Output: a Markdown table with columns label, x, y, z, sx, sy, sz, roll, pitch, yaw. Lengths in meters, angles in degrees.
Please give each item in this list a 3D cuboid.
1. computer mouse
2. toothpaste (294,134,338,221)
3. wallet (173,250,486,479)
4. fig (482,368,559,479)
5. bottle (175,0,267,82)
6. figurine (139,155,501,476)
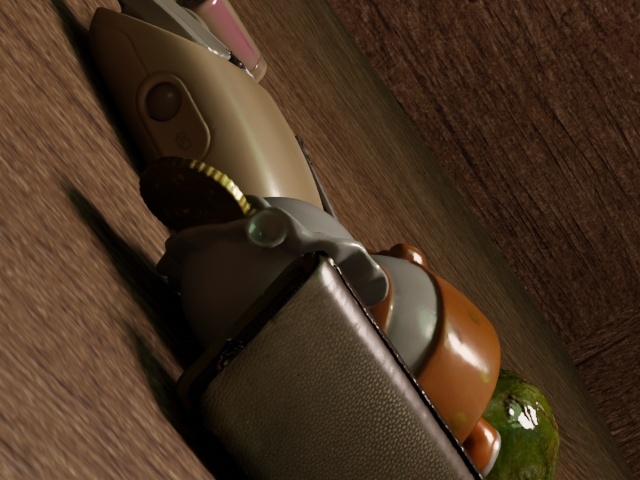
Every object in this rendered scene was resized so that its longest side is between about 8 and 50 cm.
| label | x | y | z | sx | sy | sz | roll | pitch | yaw |
| --- | --- | --- | --- | --- | --- | --- | --- | --- | --- |
| computer mouse | -0.062 | -0.060 | 1.205 | 0.236 | 0.082 | 0.145 | 63 | 9 | 18 |
| toothpaste | 0.000 | 0.000 | 1.487 | 0.040 | 0.047 | 0.196 | 46 | 14 | -45 |
| wallet | 0.016 | 0.111 | 0.968 | 0.031 | 0.110 | 0.198 | 12 | -38 | 55 |
| fig | 0.096 | 0.162 | 1.267 | 0.123 | 0.123 | 0.156 | -99 | -175 | -70 |
| bottle | -0.083 | -0.173 | 1.630 | 0.096 | 0.045 | 0.045 | 54 | 9 | -37 |
| figurine | 0.004 | 0.042 | 1.044 | 0.271 | 0.143 | 0.143 | 57 | 8 | -23 |
